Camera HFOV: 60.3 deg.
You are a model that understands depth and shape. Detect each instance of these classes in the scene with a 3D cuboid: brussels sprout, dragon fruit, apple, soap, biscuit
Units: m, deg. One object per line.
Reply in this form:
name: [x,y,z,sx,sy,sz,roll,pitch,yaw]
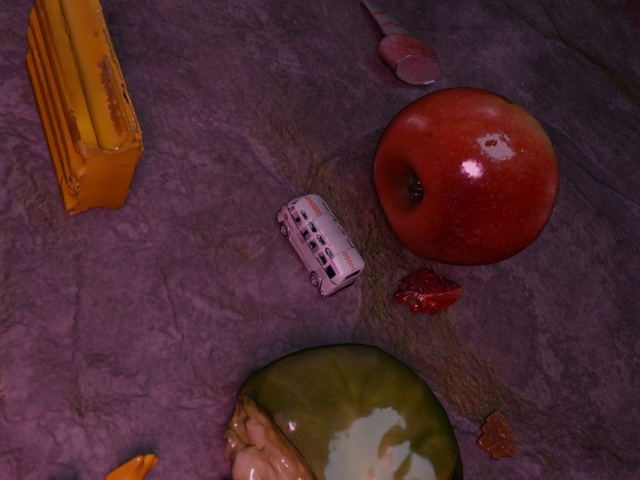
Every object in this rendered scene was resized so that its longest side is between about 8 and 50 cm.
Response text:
brussels sprout: [0.042,0.325,0.739,0.315,0.276,0.371,0,64,-24]
dragon fruit: [0.205,0.116,1.089,0.131,0.063,0.097,-22,40,-39]
apple: [0.270,-0.119,1.069,0.277,0.348,0.348,-12,70,-26]
soap: [-0.376,-0.222,0.864,0.096,0.204,0.324,-10,70,-35]
biscuit: [0.327,0.362,1.030,0.082,0.016,0.092,17,56,-13]

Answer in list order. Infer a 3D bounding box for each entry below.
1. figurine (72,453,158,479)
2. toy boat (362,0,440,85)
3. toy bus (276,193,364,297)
figurine: [-0.199,0.430,0.615,0.215,0.187,0.343,-16,68,-28]
toy boat: [0.197,-0.525,1.422,0.206,0.096,0.282,-3,53,-36]
toy bus: [0.000,0.000,1.011,0.087,0.089,0.194,-23,75,-35]
